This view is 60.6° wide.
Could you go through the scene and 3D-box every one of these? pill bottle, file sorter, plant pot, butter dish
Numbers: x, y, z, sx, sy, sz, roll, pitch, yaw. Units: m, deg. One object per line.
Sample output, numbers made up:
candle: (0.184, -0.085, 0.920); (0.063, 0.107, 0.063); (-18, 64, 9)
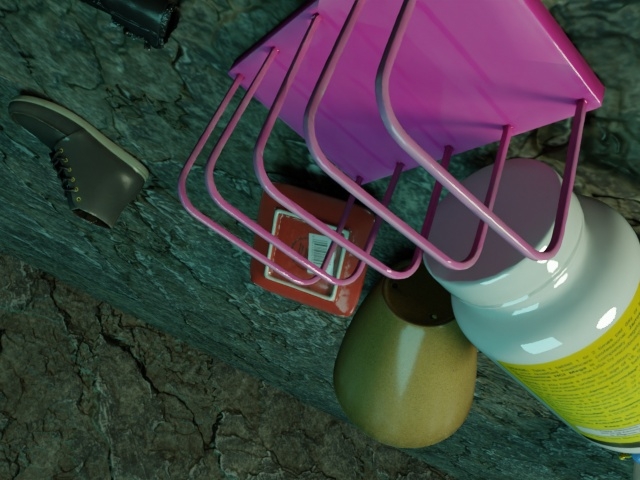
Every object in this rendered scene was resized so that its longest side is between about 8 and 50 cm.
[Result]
pill bottle: (0.260, 0.072, 0.570); (0.334, 0.188, 0.188); (39, 151, -29)
file sorter: (0.037, -0.078, 0.466); (0.202, 0.182, 0.290); (36, 153, -27)
plant pot: (0.138, 0.153, 0.835); (0.237, 0.237, 0.254); (16, 142, 14)
butter dish: (0.000, 0.000, 0.754); (0.160, 0.118, 0.160); (18, 114, 15)

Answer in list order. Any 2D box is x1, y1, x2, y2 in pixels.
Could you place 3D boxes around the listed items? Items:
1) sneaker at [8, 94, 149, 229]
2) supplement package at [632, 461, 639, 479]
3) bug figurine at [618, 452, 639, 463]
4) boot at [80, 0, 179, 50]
sneaker: (-0.382, -0.116, 0.828); (0.222, 0.118, 0.083); (34, 154, -23)
supplement package: (0.736, 0.502, 1.101); (0.139, 0.134, 0.244); (-4, 144, 44)
bug figurine: (0.465, 0.209, 0.745); (0.216, 0.072, 0.279); (-28, 99, 46)
boot: (-0.181, -0.233, 0.506); (0.099, 0.045, 0.121); (31, 162, -11)
